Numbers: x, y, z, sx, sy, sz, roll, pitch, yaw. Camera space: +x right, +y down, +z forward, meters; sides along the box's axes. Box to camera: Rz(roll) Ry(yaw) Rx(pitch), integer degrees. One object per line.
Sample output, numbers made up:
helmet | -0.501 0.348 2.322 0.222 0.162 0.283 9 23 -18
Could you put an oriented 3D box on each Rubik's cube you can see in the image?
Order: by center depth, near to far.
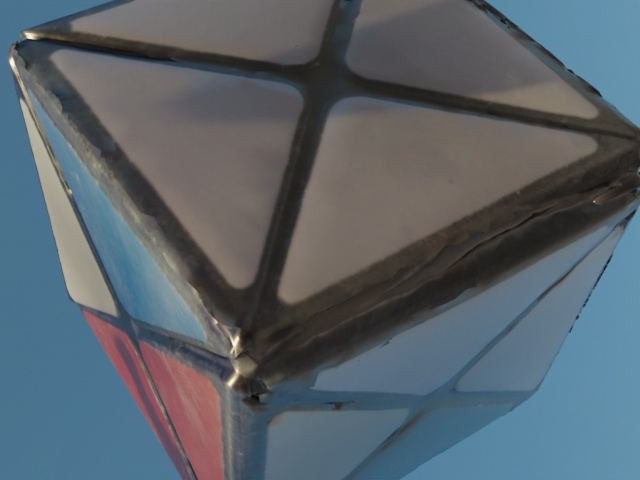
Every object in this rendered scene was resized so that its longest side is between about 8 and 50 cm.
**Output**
Rubik's cube | 0.000 0.000 0.641 0.310 0.305 0.307 -28 -32 -22
